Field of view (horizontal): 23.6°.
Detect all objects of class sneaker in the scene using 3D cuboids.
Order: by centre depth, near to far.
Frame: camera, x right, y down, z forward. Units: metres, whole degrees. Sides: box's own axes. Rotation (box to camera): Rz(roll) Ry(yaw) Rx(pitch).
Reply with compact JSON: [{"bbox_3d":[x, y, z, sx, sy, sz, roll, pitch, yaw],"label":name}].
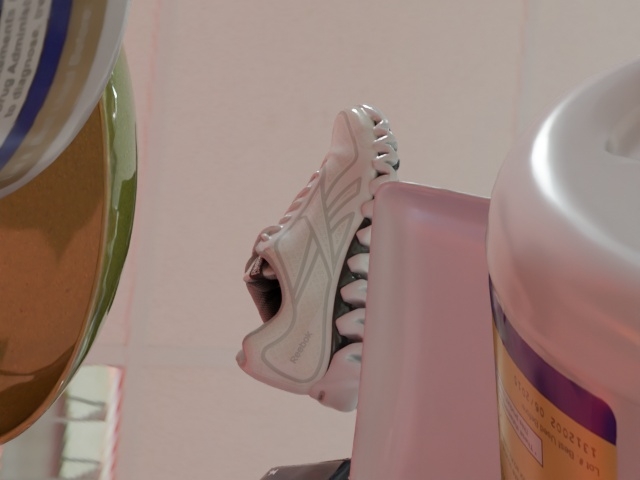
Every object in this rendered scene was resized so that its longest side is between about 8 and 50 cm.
[{"bbox_3d":[0.000,0.000,1.307,0.118,0.110,0.292,11,-122,-3],"label":"sneaker"}]

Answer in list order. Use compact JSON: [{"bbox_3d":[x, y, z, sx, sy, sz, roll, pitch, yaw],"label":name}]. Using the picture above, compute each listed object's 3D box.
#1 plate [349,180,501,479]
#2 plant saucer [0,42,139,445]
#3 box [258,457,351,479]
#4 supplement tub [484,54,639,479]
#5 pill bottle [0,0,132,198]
[{"bbox_3d":[0.151,0.110,1.070,0.045,0.278,0.277,-6,-77,-55],"label":"plate"},{"bbox_3d":[-0.140,-0.041,0.592,0.037,0.241,0.241,-10,-81,-43],"label":"plant saucer"},{"bbox_3d":[-0.040,0.315,1.172,0.261,0.103,0.184,-40,-75,-44],"label":"box"},{"bbox_3d":[0.186,0.113,0.563,0.241,0.241,0.331,-27,-54,-32],"label":"supplement tub"},{"bbox_3d":[-0.171,-0.061,0.298,0.264,0.153,0.153,-17,-76,-57],"label":"pill bottle"}]
